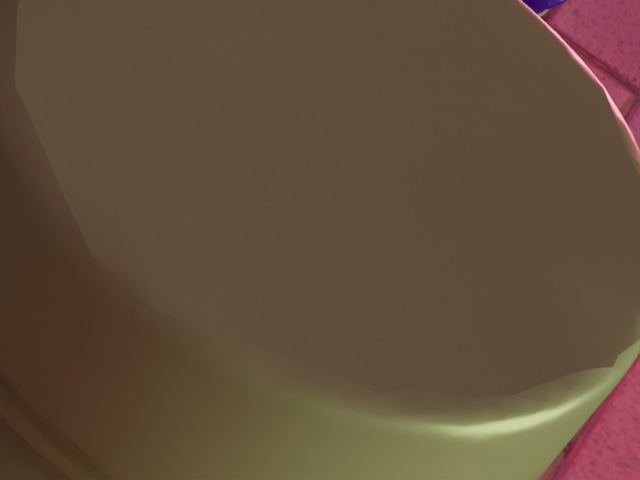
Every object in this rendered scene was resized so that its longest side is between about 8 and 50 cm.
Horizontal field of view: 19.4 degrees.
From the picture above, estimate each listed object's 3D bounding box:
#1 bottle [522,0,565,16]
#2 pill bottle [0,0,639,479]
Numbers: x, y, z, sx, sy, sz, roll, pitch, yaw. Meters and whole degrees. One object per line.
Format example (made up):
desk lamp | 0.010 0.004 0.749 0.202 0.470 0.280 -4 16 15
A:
bottle | 0.211 -0.278 1.690 0.118 0.092 0.283 -55 177 -16
pill bottle | -0.066 0.085 0.543 0.204 0.204 0.361 -51 175 -48
